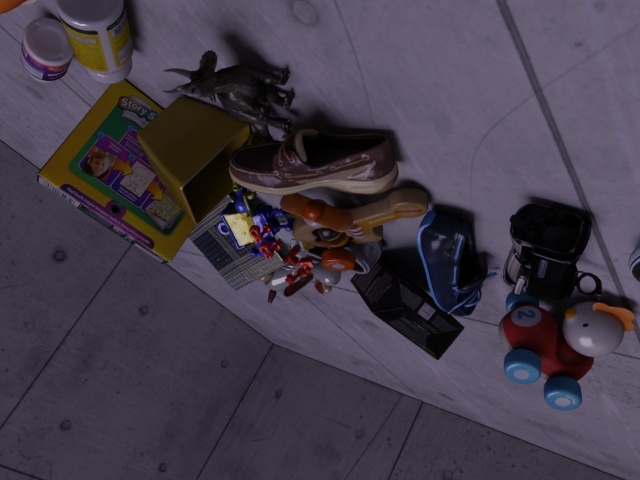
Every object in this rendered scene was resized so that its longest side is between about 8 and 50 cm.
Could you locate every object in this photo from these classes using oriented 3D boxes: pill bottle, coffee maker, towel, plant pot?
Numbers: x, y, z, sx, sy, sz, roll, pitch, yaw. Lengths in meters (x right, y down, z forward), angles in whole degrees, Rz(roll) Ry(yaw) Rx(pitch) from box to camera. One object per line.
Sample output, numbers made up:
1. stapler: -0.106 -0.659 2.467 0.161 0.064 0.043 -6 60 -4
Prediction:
1. pill bottle: -0.657 -0.445 1.293 0.108 0.108 0.193 39 159 -24
2. pill bottle: -0.433 -0.406 1.056 0.119 0.119 0.208 31 160 -2
3. coffee maker: 0.414 0.022 0.943 0.171 0.120 0.178 -1 153 14
4. towel: -0.268 -0.005 1.659 0.324 0.056 0.312 -27 107 46
5. plant pot: -0.300 -0.202 1.264 0.187 0.212 0.212 38 162 10

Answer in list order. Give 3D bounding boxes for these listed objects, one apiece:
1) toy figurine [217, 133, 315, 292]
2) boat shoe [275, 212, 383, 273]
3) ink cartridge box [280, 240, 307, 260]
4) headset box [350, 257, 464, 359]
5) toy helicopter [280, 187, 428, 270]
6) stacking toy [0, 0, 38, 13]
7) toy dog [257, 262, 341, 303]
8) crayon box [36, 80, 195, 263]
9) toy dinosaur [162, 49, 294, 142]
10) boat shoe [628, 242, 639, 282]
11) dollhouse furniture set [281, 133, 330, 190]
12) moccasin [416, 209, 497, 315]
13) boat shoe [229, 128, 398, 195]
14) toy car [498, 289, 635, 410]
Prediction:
1. toy figurine: -0.185 -0.051 1.296 0.217 0.191 0.363 -6 124 32
2. boat shoe: 0.001 0.002 1.416 0.320 0.103 0.118 20 135 21
3. ink cartridge box: -0.114 -0.006 1.665 0.150 0.063 0.109 42 157 -31
4. headset box: 0.211 0.156 1.403 0.218 0.110 0.293 37 -175 -15
5. toy helicopter: 0.071 -0.053 1.173 0.234 0.140 0.354 23 152 -38
6. stacking toy: -0.763 -0.427 0.929 0.350 0.480 0.351 26 160 10
7. toy dog: -0.091 0.145 1.810 0.220 0.161 0.333 4 180 -31
8. crayon box: -0.453 -0.171 1.365 0.362 0.313 0.106 38 159 -21
9. toy dinosaur: -0.138 -0.270 1.010 0.160 0.121 0.313 23 -177 15
10. boat shoe: 0.571 0.045 0.732 0.121 0.119 0.335 35 160 -15
11. dollhouse furniture set: -0.012 -0.181 1.153 0.151 0.058 0.076 45 172 16
12. moccasin: 0.302 0.074 1.168 0.116 0.138 0.342 10 154 34
13. boat shoe: -0.026 -0.164 1.023 0.341 0.123 0.123 7 146 19
14. toy car: 0.519 0.183 1.114 0.210 0.219 0.238 34 131 -9
